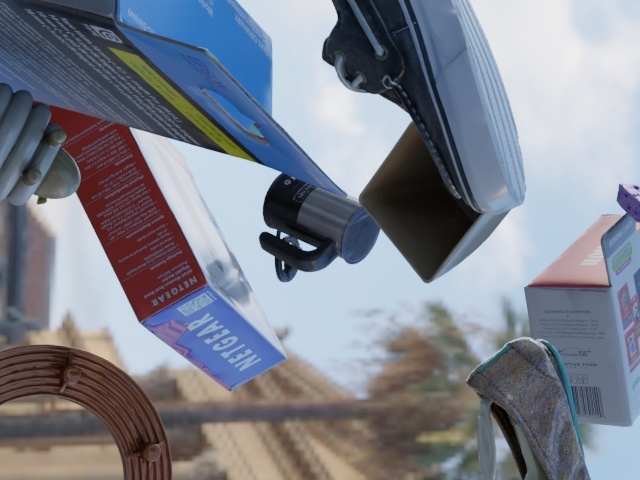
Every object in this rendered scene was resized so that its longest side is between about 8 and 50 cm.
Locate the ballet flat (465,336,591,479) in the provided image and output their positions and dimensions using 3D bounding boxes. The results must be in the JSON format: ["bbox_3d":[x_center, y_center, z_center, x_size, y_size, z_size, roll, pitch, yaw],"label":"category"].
[{"bbox_3d":[0.218,0.250,1.535,0.316,0.106,0.107,69,-17,-8],"label":"ballet flat"}]

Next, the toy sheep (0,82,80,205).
[{"bbox_3d":[-0.224,-0.069,1.070,0.091,0.132,0.091,-51,-165,19],"label":"toy sheep"}]

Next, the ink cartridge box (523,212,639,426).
[{"bbox_3d":[0.407,0.072,2.186,0.130,0.309,0.271,-1,-72,31],"label":"ink cartridge box"}]

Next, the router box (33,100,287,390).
[{"bbox_3d":[-0.173,-0.012,1.719,0.301,0.082,0.335,61,3,20],"label":"router box"}]

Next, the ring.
[{"bbox_3d":[-0.317,0.284,1.749,0.032,0.337,0.336,10,-81,61],"label":"ring"}]

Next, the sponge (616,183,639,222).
[{"bbox_3d":[0.508,-0.037,2.057,0.117,0.210,0.031,-120,-145,-66],"label":"sponge"}]

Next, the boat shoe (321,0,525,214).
[{"bbox_3d":[0.059,-0.165,1.238,0.335,0.119,0.121,69,15,9],"label":"boat shoe"}]

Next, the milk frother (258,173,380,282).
[{"bbox_3d":[0.000,0.000,2.031,0.135,0.143,0.129,25,-106,32],"label":"milk frother"}]

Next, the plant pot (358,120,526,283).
[{"bbox_3d":[0.121,-0.042,1.425,0.109,0.096,0.109,52,-50,21],"label":"plant pot"}]

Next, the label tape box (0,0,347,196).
[{"bbox_3d":[-0.144,-0.159,1.085,0.334,0.240,0.106,18,-102,27],"label":"label tape box"}]
